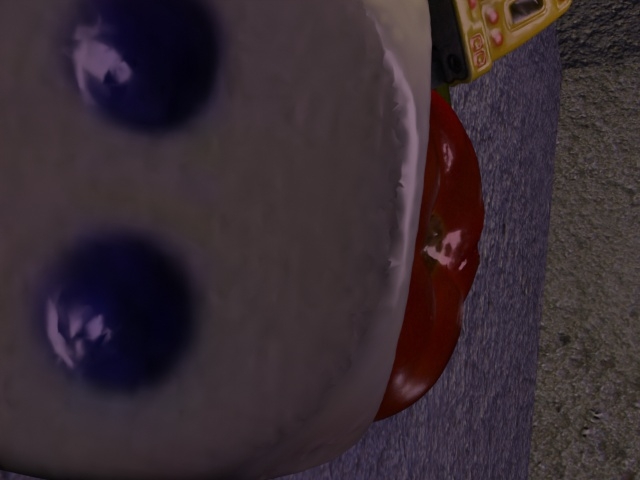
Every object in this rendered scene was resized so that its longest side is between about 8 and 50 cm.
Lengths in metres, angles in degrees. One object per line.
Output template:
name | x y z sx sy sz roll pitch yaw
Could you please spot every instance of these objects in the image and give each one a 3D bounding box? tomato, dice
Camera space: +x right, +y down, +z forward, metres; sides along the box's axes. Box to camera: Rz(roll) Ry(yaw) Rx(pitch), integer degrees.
tomato | 0.000 0.000 0.813 0.298 0.226 0.299 -26 119 -58
dice | -0.079 -0.030 0.510 0.259 0.243 0.251 -137 -127 -82

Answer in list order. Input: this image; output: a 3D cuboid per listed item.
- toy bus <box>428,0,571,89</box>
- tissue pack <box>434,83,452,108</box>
toy bus | 0.013 -0.204 0.719 0.152 0.330 0.144 -32 119 -27
tissue pack | 0.045 -0.114 1.016 0.200 0.167 0.275 -56 138 -56
